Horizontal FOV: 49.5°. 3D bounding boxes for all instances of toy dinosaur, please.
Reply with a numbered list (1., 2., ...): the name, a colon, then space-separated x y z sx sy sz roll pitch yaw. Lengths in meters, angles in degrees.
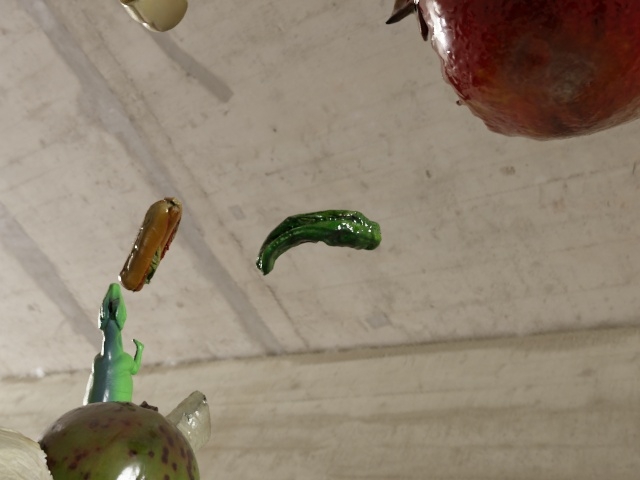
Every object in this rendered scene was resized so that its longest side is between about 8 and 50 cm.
1. toy dinosaur: -0.444 0.377 1.421 0.144 0.499 0.374 5 -53 -8

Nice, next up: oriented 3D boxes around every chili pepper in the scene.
1. chili pepper: -0.002 -0.004 0.956 0.182 0.050 0.073 -11 -44 -10

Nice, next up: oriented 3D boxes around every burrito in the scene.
1. burrito: -0.239 0.311 0.989 0.061 0.226 0.086 4 -66 32

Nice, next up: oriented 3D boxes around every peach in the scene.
1. peach: 0.275 -0.308 0.683 0.335 0.405 0.310 36 -23 -21

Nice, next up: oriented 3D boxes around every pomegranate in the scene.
1. pomegranate: -0.242 0.298 0.772 0.202 0.247 0.202 16 -20 6

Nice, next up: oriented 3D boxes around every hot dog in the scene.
1. hot dog: -0.325 0.016 1.334 0.062 0.092 0.235 33 -58 3

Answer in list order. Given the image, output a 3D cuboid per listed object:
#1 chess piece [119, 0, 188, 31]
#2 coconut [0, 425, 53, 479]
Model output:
1. chess piece: -0.259 -0.385 0.750 0.117 0.117 0.397 5 -29 26
2. coconut: -0.218 0.167 0.367 0.161 0.160 0.162 -8 -25 34
